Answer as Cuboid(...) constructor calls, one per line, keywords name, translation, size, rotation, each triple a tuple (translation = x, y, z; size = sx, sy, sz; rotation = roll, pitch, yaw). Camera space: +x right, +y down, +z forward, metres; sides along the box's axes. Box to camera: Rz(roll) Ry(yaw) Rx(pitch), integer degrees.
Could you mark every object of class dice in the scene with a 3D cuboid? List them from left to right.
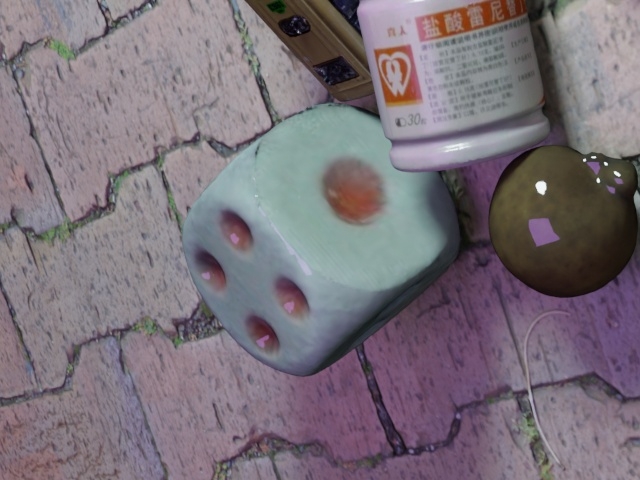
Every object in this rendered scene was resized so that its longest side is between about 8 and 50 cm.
Cuboid(name="dice", translation=(0.000, 0.000, 2.251), size=(0.268, 0.264, 0.262), rotation=(49, 146, 9))

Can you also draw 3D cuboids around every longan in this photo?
Cuboid(name="longan", translation=(0.294, -0.030, 2.038), size=(0.204, 0.159, 0.185), rotation=(-38, 90, 36))

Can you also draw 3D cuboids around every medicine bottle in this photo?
Cuboid(name="medicine bottle", translation=(0.149, -0.255, 2.060), size=(0.202, 0.202, 0.316), rotation=(-2, 106, 47))

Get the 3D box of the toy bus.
Cuboid(name="toy bus", translation=(-0.004, -0.318, 2.161), size=(0.139, 0.157, 0.289), rotation=(-10, 130, 51))
